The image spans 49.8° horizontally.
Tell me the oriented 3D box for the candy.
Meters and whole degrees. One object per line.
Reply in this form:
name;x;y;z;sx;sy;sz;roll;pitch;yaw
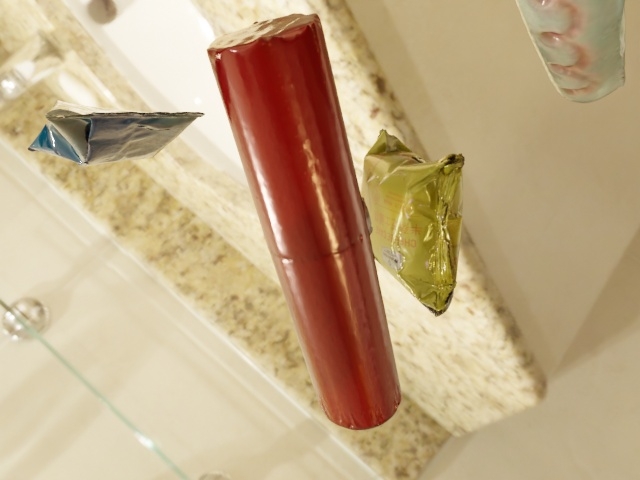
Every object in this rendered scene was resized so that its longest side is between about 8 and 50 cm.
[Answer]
candy;-0.135;-0.067;0.440;0.136;0.088;0.038;-3;89;63

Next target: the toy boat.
toy boat;0.132;-0.169;0.399;0.079;0.134;0.208;-5;156;23

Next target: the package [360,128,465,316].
package;0.095;-0.029;0.759;0.226;0.090;0.168;-132;43;-70

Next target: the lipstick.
lipstick;-0.001;0.000;0.454;0.073;0.073;0.279;19;132;49
